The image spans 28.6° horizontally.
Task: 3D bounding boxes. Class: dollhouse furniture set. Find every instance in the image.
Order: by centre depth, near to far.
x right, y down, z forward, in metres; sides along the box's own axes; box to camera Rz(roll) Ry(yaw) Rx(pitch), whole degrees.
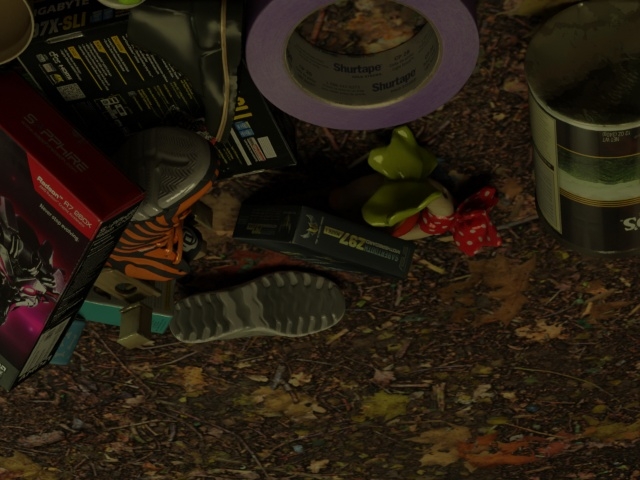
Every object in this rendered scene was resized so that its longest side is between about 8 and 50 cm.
[{"bbox_3d":[-0.246,0.034,1.808,0.161,0.182,0.101,-24,139,30],"label":"dollhouse furniture set"}]

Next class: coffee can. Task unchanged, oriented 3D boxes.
[{"bbox_3d":[0.362,-0.135,1.571,0.201,0.202,0.275,-7,145,9],"label":"coffee can"}]

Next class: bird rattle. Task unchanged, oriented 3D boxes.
[{"bbox_3d":[0.131,-0.056,1.789,0.206,0.143,0.253,-13,158,35],"label":"bird rattle"}]

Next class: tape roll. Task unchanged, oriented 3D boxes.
[{"bbox_3d":[0.048,-0.251,1.492,0.274,0.090,0.275,-1,146,-1],"label":"tape roll"}]

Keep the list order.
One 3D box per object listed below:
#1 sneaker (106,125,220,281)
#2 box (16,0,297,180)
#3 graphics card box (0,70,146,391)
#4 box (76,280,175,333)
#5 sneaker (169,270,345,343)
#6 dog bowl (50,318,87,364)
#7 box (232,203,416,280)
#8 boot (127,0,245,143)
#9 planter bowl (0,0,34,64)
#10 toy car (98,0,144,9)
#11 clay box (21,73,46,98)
[{"bbox_3d":[-0.203,-0.042,1.644,0.180,0.125,0.321,25,149,-38],"label":"sneaker"},{"bbox_3d":[-0.198,-0.190,1.582,0.257,0.079,0.322,-13,144,13],"label":"box"},{"bbox_3d":[-0.393,-0.002,1.599,0.233,0.094,0.371,43,131,6],"label":"graphics card box"},{"bbox_3d":[-0.347,0.068,1.925,0.244,0.101,0.060,12,143,-18],"label":"box"},{"bbox_3d":[-0.101,0.104,2.019,0.281,0.105,0.115,-4,179,-3],"label":"sneaker"},{"bbox_3d":[-0.507,0.135,1.938,0.297,0.074,0.166,9,175,18],"label":"dog bowl"},{"bbox_3d":[0.000,0.000,1.776,0.183,0.059,0.232,19,174,-24],"label":"box"},{"bbox_3d":[-0.159,-0.205,1.446,0.137,0.077,0.198,5,131,-2],"label":"boot"},{"bbox_3d":[-0.397,-0.288,1.405,0.162,0.109,0.162,-1,146,-1],"label":"planter bowl"},{"bbox_3d":[-0.171,-0.329,1.300,0.136,0.182,0.159,2,164,-16],"label":"toy car"},{"bbox_3d":[-0.373,-0.132,1.678,0.127,0.053,0.222,-9,145,10],"label":"clay box"}]
